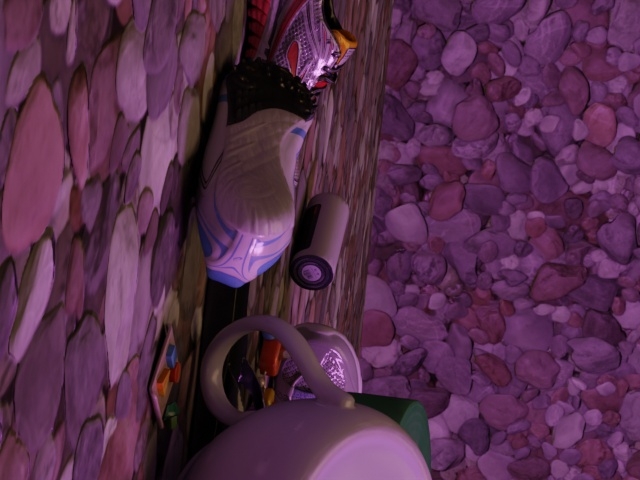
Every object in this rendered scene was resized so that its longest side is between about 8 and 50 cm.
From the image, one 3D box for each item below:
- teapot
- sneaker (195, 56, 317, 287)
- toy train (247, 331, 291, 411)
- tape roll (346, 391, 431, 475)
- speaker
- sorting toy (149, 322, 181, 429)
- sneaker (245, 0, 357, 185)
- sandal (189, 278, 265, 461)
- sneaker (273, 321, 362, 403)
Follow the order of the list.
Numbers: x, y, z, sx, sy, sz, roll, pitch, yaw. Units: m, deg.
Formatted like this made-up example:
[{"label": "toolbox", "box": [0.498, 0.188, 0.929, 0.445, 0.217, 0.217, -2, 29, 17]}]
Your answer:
[{"label": "teapot", "box": [-0.039, 0.233, 1.270, 0.256, 0.187, 0.252, -56, 134, -31]}, {"label": "sneaker", "box": [-0.057, -0.061, 1.252, 0.086, 0.085, 0.237, -54, -162, 38]}, {"label": "toy train", "box": [-0.047, 0.173, 1.741, 0.125, 0.046, 0.166, -76, 171, -45]}, {"label": "tape roll", "box": [0.040, 0.310, 1.548, 0.321, 0.077, 0.321, 6, 90, -77]}, {"label": "speaker", "box": [0.000, 0.000, 1.948, 0.136, 0.055, 0.055, -75, 170, -53]}, {"label": "sorting toy", "box": [-0.111, 0.107, 1.180, 0.083, 0.012, 0.062, 88, 11, -57]}, {"label": "sneaker", "box": [-0.018, -0.150, 1.378, 0.088, 0.093, 0.225, -62, 159, -74]}, {"label": "sandal", "box": [-0.075, 0.140, 1.373, 0.097, 0.055, 0.254, -64, 161, -72]}, {"label": "sneaker", "box": [-0.014, 0.232, 1.849, 0.115, 0.105, 0.281, -69, 166, -69]}]
